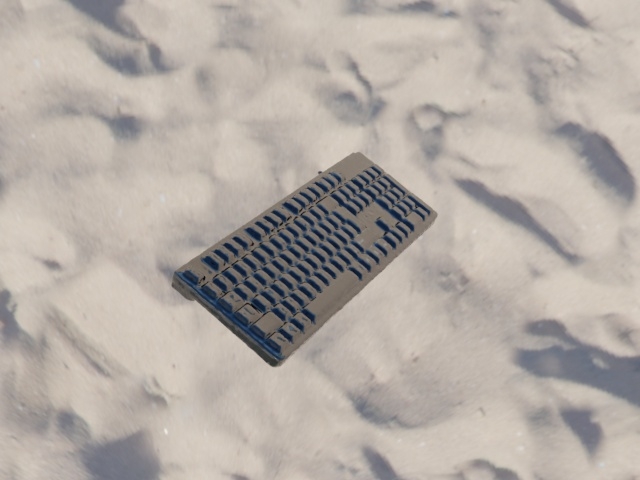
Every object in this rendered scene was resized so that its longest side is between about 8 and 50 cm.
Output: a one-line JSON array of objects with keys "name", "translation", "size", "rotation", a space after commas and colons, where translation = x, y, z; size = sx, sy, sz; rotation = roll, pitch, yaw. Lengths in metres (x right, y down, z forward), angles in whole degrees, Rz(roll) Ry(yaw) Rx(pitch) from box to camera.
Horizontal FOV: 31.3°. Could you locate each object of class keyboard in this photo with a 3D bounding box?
[{"name": "keyboard", "translation": [0.000, 0.000, 0.858], "size": [0.101, 0.018, 0.309], "rotation": [38, 30, 9]}]
